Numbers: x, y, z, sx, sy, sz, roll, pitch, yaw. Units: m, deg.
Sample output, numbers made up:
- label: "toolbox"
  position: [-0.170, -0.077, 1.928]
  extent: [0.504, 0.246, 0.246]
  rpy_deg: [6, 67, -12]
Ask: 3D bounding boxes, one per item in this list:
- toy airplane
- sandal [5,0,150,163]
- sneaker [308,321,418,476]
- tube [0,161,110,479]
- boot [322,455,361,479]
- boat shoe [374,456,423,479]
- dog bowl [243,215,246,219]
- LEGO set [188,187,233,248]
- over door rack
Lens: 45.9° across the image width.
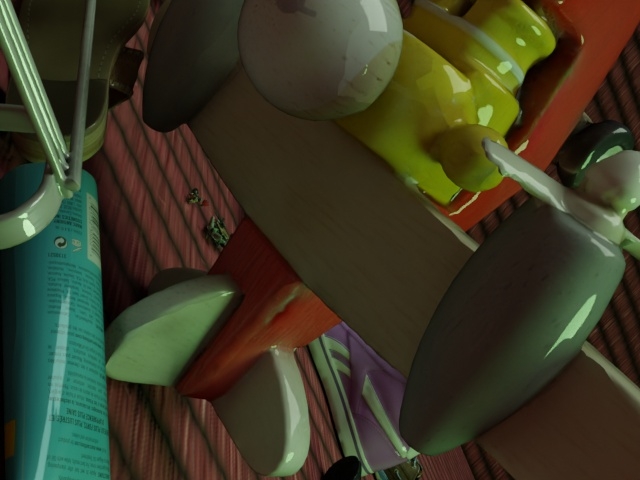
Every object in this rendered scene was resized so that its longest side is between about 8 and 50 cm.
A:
- label: "toy airplane"
  position: [0.009, -0.046, 0.468]
  extent: [0.272, 0.386, 0.384]
  rpy_deg: [56, 39, -54]
- label: "sandal"
  position: [-0.176, -0.118, 0.552]
  extent: [0.240, 0.088, 0.079]
  rpy_deg: [-94, -167, -45]
- label: "sneaker"
  position: [0.078, 0.163, 1.042]
  extent: [0.102, 0.161, 0.282]
  rpy_deg: [43, 25, -67]
- label: "tube"
  position: [-0.133, 0.060, 0.382]
  extent: [0.080, 0.052, 0.207]
  rpy_deg: [43, 31, -60]
- label: "boot"
  position: [0.039, 0.306, 0.815]
  extent: [0.099, 0.045, 0.121]
  rpy_deg: [63, 16, -16]
- label: "boat shoe"
  position: [0.120, 0.351, 1.130]
  extent: [0.066, 0.066, 0.183]
  rpy_deg: [42, 27, -72]
- label: "dog bowl"
  position: [-0.008, -0.008, 1.041]
  extent: [0.166, 0.074, 0.297]
  rpy_deg: [44, 11, -2]
- label: "LEGO set"
  position: [-0.114, -0.015, 0.788]
  extent: [0.083, 0.023, 0.054]
  rpy_deg: [54, 7, -2]
- label: "over door rack"
  position: [-0.162, -0.185, 0.357]
  extent: [0.324, 0.108, 0.239]
  rpy_deg: [-88, 175, -48]
